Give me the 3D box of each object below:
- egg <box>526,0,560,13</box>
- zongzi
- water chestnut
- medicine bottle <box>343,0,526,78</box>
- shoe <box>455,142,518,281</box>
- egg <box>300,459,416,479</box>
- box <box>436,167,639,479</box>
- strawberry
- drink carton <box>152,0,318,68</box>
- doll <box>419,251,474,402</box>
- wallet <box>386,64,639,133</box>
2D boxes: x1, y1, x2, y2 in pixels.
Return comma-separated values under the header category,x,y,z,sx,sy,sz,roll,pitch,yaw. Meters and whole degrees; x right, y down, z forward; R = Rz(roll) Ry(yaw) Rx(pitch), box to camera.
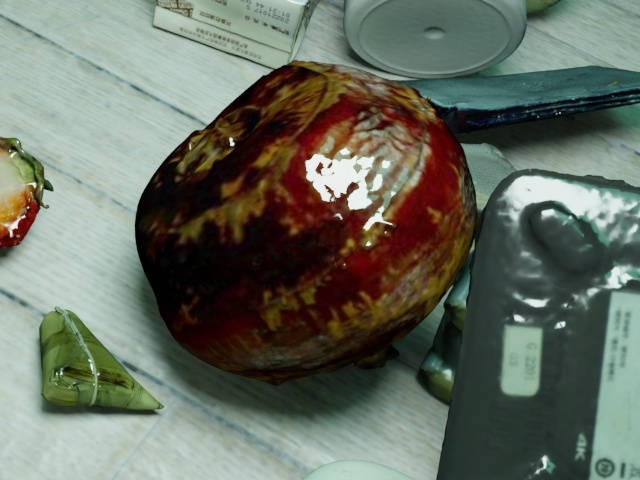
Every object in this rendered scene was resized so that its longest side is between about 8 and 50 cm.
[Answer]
category,x,y,z,sx,sy,sz,roll,pitch,yaw
egg,0.286,-0.434,1.567,0.177,0.177,0.228,-22,43,-33
zongzi,-0.206,0.113,0.996,0.113,0.052,0.104,11,39,-26
water chestnut,0.000,0.000,1.026,0.302,0.350,0.350,56,40,-24
medicine bottle,0.149,-0.365,1.372,0.237,0.238,0.232,8,67,-10
shoe,0.194,-0.036,1.215,0.336,0.132,0.171,26,37,11
egg,0.056,0.287,0.818,0.182,0.183,0.264,-12,46,-26
box,0.287,0.133,0.908,0.350,0.091,0.359,9,86,4
strawberry,-0.361,-0.033,1.058,0.187,0.082,0.146,-19,51,-23
drink carton,-0.079,-0.394,1.444,0.194,0.132,0.325,19,47,0
doll,0.249,0.114,1.047,0.260,0.177,0.161,26,48,13
wallet,0.266,-0.187,1.357,0.378,0.046,0.190,-9,19,-28
